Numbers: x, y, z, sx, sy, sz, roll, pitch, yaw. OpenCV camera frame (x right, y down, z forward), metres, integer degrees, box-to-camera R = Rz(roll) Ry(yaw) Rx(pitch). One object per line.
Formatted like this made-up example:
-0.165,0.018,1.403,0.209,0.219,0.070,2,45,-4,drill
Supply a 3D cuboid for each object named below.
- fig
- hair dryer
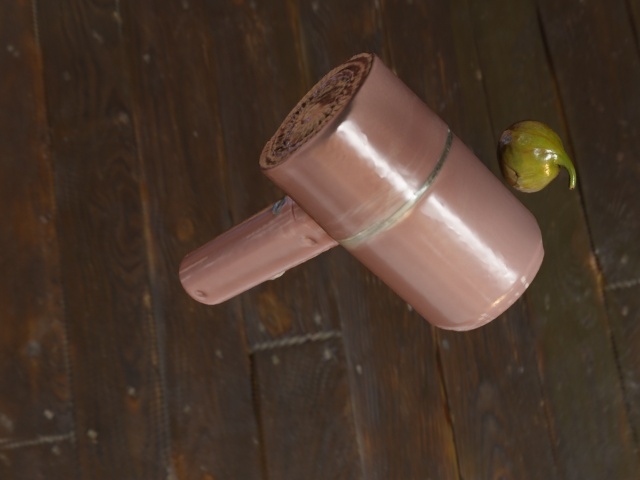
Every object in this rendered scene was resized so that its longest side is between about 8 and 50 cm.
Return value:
0.253,-0.099,1.455,0.098,0.082,0.084,3,86,39,fig
0.000,0.000,1.072,0.210,0.352,0.125,42,51,-19,hair dryer
